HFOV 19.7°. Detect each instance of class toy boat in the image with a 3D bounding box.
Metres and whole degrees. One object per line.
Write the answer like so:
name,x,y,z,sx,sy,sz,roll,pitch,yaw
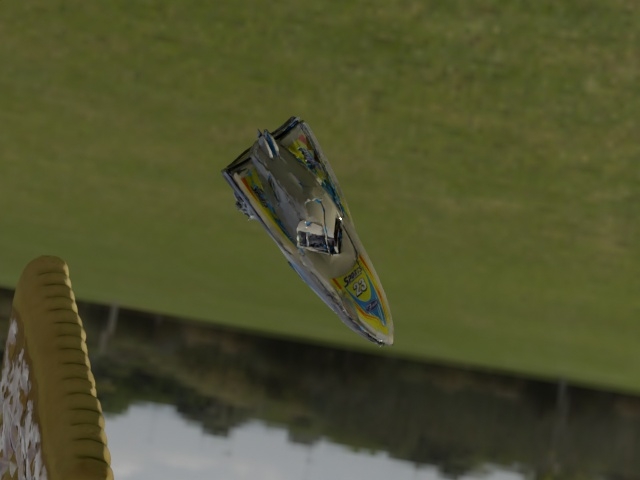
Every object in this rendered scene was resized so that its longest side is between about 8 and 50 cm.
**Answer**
toy boat,0.000,0.000,1.485,0.210,0.084,0.066,55,152,-8

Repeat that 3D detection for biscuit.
biscuit,-0.143,0.124,0.940,0.030,0.160,0.250,7,-156,-17
